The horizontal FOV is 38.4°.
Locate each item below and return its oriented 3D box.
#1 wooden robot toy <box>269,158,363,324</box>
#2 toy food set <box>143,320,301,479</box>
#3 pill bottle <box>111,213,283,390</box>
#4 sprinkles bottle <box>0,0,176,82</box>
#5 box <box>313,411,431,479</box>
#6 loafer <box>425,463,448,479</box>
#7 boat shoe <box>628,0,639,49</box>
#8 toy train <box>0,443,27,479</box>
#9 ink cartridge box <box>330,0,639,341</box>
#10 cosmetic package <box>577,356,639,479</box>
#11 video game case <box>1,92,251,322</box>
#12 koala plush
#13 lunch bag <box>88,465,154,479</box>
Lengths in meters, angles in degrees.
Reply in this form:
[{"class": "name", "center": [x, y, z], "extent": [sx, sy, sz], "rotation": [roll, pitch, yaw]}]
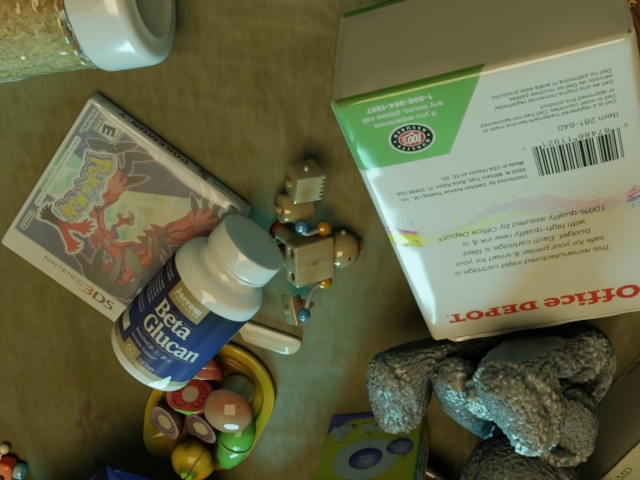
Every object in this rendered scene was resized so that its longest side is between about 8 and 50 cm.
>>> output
[{"class": "wooden robot toy", "center": [0.000, 0.000, 0.869], "extent": [0.079, 0.076, 0.173], "rotation": [-12, 119, -22]}, {"class": "toy food set", "center": [-0.119, 0.179, 0.965], "extent": [0.128, 0.071, 0.218], "rotation": [25, 118, -2]}, {"class": "pill bottle", "center": [-0.114, 0.056, 0.865], "extent": [0.094, 0.094, 0.169], "rotation": [40, 114, -9]}, {"class": "sprinkles bottle", "center": [-0.308, -0.190, 0.790], "extent": [0.355, 0.121, 0.121], "rotation": [-5, 115, 14]}, {"class": "box", "center": [0.047, 0.234, 0.898], "extent": [0.105, 0.179, 0.043], "rotation": [-9, 115, 15]}, {"class": "loafer", "center": [0.010, 0.372, 1.003], "extent": [0.134, 0.130, 0.366], "rotation": [40, 117, -10]}, {"class": "boat shoe", "center": [0.214, -0.218, 0.702], "extent": [0.178, 0.064, 0.060], "rotation": [42, 115, -13]}, {"class": "toy train", "center": [-0.335, 0.315, 1.092], "extent": [0.166, 0.046, 0.125], "rotation": [16, 119, 4]}, {"class": "ink cartridge box", "center": [0.149, -0.059, 0.718], "extent": [0.201, 0.117, 0.278], "rotation": [-11, 135, 17]}, {"class": "cosmetic package", "center": [0.407, 0.242, 0.869], "extent": [0.309, 0.113, 0.160], "rotation": [30, 119, -5]}, {"class": "video game case", "center": [-0.196, -0.015, 0.911], "extent": [0.183, 0.023, 0.201], "rotation": [36, 117, -8]}, {"class": "koala plush", "center": [0.179, 0.191, 0.816], "extent": [0.196, 0.203, 0.221], "rotation": [-5, 95, 50]}, {"class": "lunch bag", "center": [-0.220, 0.362, 1.010], "extent": [0.293, 0.138, 0.221], "rotation": [-40, 129, 18]}]
